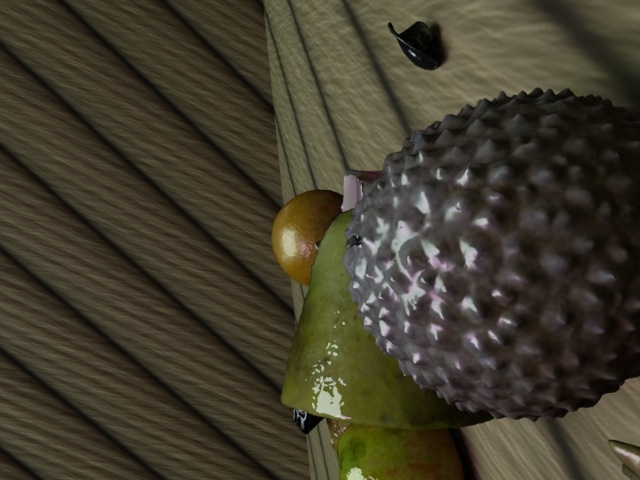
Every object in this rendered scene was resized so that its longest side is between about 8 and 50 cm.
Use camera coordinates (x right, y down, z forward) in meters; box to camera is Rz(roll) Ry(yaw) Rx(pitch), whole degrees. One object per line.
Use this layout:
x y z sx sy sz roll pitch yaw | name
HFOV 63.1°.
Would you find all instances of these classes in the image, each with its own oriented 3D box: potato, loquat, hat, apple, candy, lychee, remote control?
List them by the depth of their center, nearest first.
0.168 0.006 0.477 0.300 0.300 0.300 174 90 -79 | lychee
0.135 0.078 0.686 0.213 0.330 0.280 -15 74 61 | potato
0.162 -0.332 0.868 0.050 0.121 0.121 -48 29 14 | hat
0.141 0.434 0.960 0.246 0.226 0.246 174 90 -81 | apple
0.116 -0.017 1.122 0.155 0.116 0.265 -129 35 -71 | candy
0.000 0.000 1.354 0.263 0.263 0.263 174 90 -79 | loquat
0.014 0.424 1.504 0.399 0.062 0.144 1 -85 -71 | remote control

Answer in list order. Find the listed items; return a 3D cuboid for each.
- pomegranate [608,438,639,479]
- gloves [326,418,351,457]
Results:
0.294 0.221 0.383 0.191 0.131 0.152 -62 -35 -69 | pomegranate
0.092 0.474 1.397 0.203 0.155 0.356 110 148 -74 | gloves
